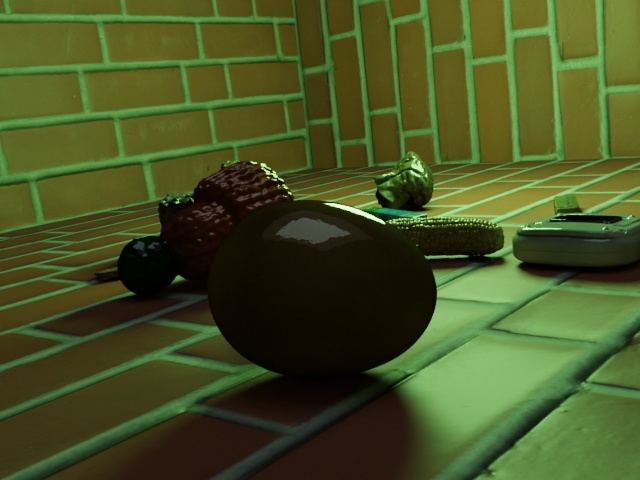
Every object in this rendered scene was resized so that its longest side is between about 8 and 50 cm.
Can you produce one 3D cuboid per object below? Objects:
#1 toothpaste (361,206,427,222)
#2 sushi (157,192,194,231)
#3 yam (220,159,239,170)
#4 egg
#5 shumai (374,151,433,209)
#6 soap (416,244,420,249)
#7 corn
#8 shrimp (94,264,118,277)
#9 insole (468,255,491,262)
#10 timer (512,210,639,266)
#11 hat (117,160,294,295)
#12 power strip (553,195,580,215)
[{"bbox_3d":[0.201,-0.048,2.176,0.050,0.065,0.266,-15,13,-26],"label":"toothpaste"},{"bbox_3d":[-0.307,-0.050,2.195,0.270,0.171,0.236,-2,10,11],"label":"sushi"},{"bbox_3d":[-0.232,-0.117,2.365,0.128,0.238,0.129,0,17,-3],"label":"yam"},{"bbox_3d":[0.001,0.068,1.110,0.322,0.250,0.250,3,12,15],"label":"egg"},{"bbox_3d":[0.261,-0.202,2.605,0.185,0.184,0.218,7,46,-12],"label":"shumai"},{"bbox_3d":[0.031,0.071,1.467,0.289,0.112,0.182,-15,13,-40],"label":"soap"},{"bbox_3d":[0.272,-0.004,1.803,0.291,0.101,0.101,1,12,21],"label":"corn"},{"bbox_3d":[-0.489,0.071,2.021,0.178,0.034,0.124,-17,8,-30],"label":"shrimp"},{"bbox_3d":[0.353,0.036,1.783,0.045,0.002,0.135,-6,10,-1],"label":"insole"},{"bbox_3d":[0.545,-0.004,1.652,0.262,0.087,0.237,3,13,41],"label":"timer"},{"bbox_3d":[-0.256,-0.025,1.775,0.400,0.285,0.285,-17,15,-33],"label":"hat"},{"bbox_3d":[0.675,-0.088,2.173,0.064,0.044,0.305,-2,11,16],"label":"power strip"}]
